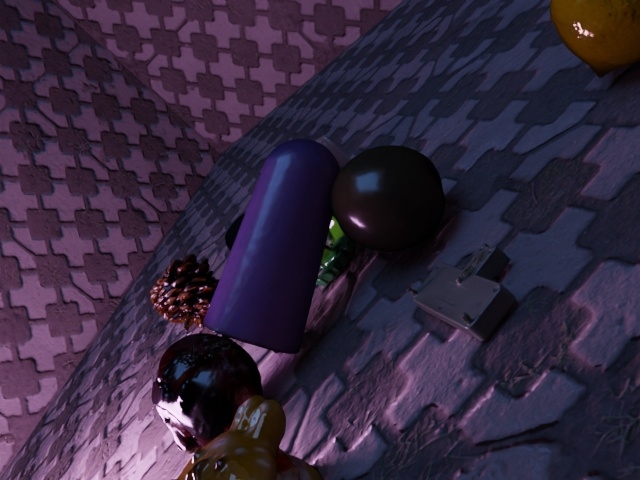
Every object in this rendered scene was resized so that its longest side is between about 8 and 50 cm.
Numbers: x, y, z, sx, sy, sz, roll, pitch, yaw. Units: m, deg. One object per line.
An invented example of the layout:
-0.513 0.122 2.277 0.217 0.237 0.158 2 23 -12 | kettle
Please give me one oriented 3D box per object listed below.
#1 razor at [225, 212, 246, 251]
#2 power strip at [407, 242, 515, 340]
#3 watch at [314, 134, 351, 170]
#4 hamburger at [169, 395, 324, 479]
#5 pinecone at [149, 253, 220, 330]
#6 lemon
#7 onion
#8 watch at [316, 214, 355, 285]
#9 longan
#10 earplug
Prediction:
-0.202 -0.017 2.260 0.189 0.107 0.327 -50 17 -7 | razor
0.240 0.069 1.170 0.145 0.061 0.216 -50 19 -6 | power strip
-0.015 -0.149 1.992 0.241 0.162 0.253 -44 -10 4 | watch
-0.123 0.402 1.106 0.302 0.186 0.261 -49 19 -13 | hamburger
-0.395 0.166 2.180 0.221 0.221 0.221 -41 19 18 | pinecone
0.537 -0.434 1.276 0.253 0.228 0.228 -48 18 11 | lemon
-0.220 0.309 1.476 0.281 0.221 0.280 -26 59 52 | onion
0.000 0.000 1.684 0.131 0.152 0.165 -45 9 41 | watch
0.145 -0.086 1.463 0.248 0.248 0.248 -41 19 18 | longan
-0.086 0.001 1.549 0.215 0.215 0.455 9 81 68 | earplug
